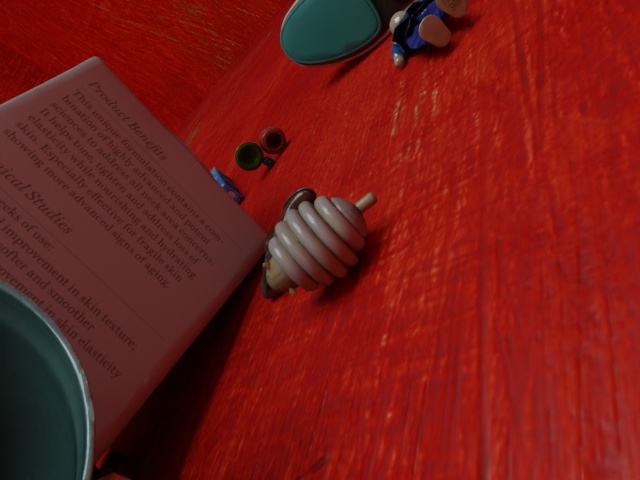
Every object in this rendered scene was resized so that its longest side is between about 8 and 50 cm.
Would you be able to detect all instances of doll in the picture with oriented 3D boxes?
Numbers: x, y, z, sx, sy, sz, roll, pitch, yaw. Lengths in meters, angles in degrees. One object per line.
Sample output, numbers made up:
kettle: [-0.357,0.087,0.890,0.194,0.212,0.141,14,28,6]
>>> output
doll: [0.132,-0.286,0.696,0.129,0.046,0.189,-59,15,11]

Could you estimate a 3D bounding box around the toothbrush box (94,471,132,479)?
toothbrush box: [-0.202,0.317,0.400,0.283,0.122,0.206,-32,32,39]

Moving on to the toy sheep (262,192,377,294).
toy sheep: [0.000,0.000,0.506,0.132,0.091,0.091,-46,24,6]

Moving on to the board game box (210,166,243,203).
board game box: [-0.233,-0.058,1.075,0.160,0.047,0.210,-53,22,2]

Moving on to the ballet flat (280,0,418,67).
ballet flat: [0.101,-0.404,0.853,0.400,0.139,0.139,-23,38,44]

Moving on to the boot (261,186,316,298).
boot: [-0.037,0.003,0.628,0.106,0.037,0.114,-57,16,27]

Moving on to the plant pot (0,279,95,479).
plant pot: [-0.283,0.174,0.295,0.293,0.293,0.196,-84,11,-50]

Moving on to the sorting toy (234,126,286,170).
sorting toy: [-0.107,-0.161,0.965,0.102,0.061,0.042,-33,21,-9]

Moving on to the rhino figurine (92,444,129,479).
rhino figurine: [-0.289,0.297,0.650,0.243,0.073,0.106,-17,36,59]

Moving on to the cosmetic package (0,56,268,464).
cosmetic package: [-0.343,0.056,0.669,0.327,0.329,0.393,-30,17,44]
